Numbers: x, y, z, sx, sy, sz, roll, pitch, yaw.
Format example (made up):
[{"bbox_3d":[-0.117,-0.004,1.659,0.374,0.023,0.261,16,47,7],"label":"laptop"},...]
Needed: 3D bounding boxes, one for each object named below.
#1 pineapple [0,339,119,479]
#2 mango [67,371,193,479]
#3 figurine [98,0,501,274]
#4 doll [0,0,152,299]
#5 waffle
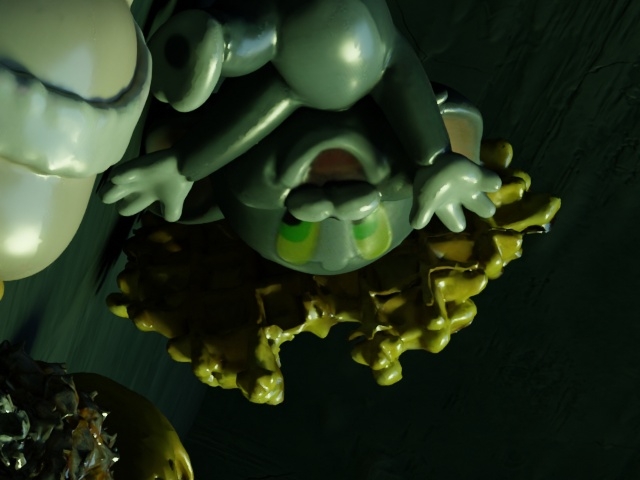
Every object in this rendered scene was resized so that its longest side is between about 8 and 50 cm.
[{"bbox_3d":[-0.116,0.092,0.670,0.221,0.083,0.103,114,-3,-67],"label":"pineapple"},{"bbox_3d":[-0.122,0.191,0.824,0.130,0.167,0.262,30,74,-49],"label":"mango"},{"bbox_3d":[-0.019,-0.075,0.877,0.140,0.193,0.265,-101,178,-49],"label":"figurine"},{"bbox_3d":[-0.076,-0.034,0.366,0.127,0.073,0.084,-62,-147,5],"label":"doll"},{"bbox_3d":[0.000,0.000,1.037,0.228,0.231,0.051,-43,135,-22],"label":"waffle"}]
